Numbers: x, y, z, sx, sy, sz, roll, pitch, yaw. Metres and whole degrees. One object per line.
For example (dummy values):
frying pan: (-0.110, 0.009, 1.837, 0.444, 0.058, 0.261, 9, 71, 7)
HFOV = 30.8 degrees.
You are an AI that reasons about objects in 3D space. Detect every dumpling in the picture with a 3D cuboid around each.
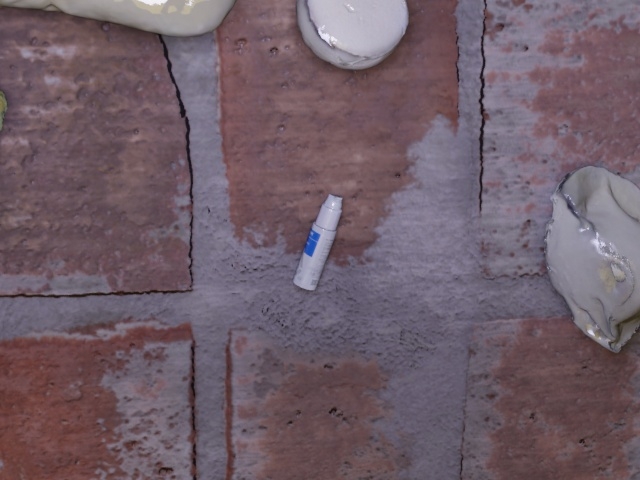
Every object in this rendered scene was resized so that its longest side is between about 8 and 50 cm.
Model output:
dumpling: (0.386, 0.017, 1.513, 0.172, 0.142, 0.247, -25, 105, -34)

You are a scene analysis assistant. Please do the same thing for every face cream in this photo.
face cream: (0.000, 0.000, 1.506, 0.034, 0.034, 0.130, 17, 107, -10)

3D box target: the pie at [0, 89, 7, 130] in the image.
pie: (-0.479, -0.149, 1.387, 0.201, 0.090, 0.248, 23, 103, -16)

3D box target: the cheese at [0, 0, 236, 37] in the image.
cheese: (-0.272, -0.328, 1.320, 0.351, 0.129, 0.328, -42, 105, 7)

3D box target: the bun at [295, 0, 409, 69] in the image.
bun: (0.030, -0.265, 1.395, 0.138, 0.094, 0.138, 4, 77, -19)
